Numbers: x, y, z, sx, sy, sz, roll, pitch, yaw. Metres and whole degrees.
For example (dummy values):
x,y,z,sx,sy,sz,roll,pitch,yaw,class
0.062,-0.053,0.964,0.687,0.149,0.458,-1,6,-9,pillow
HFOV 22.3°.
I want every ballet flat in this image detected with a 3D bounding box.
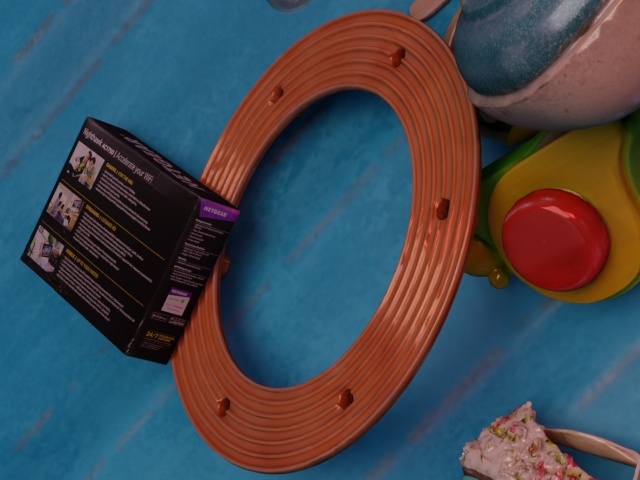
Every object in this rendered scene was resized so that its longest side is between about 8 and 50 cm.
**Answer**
x,y,z,sx,sy,sz,roll,pitch,yaw,class
0.197,0.175,1.028,0.241,0.091,0.077,30,73,27,ballet flat

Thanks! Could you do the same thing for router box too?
x,y,z,sx,sy,sz,roll,pitch,yaw,class
-0.151,-0.003,1.260,0.179,0.046,0.133,35,102,46,router box

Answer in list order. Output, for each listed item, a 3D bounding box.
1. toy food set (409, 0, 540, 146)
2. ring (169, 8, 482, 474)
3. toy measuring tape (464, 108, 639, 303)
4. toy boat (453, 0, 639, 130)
x,y,z,sx,sy,sz,roll,pitch,yaw,class
0.138,-0.133,1.134,0.132,0.038,0.192,-40,64,20,toy food set
0.000,0.000,1.141,0.336,0.032,0.336,-27,53,43,ring
0.208,-0.043,1.008,0.330,0.121,0.121,-33,66,42,toy measuring tape
0.181,-0.213,0.963,0.148,0.267,0.318,37,93,-9,toy boat
